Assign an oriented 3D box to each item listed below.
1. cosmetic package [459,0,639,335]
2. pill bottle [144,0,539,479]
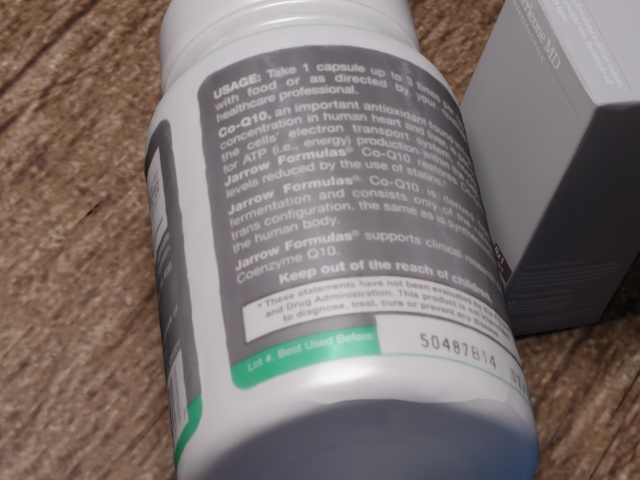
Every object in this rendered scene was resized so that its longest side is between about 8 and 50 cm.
[{"bbox_3d":[0.154,-0.056,1.170,0.107,0.238,0.127,-8,52,-20],"label":"cosmetic package"},{"bbox_3d":[0.000,0.000,1.109,0.204,0.204,0.361,1,51,-13],"label":"pill bottle"}]
